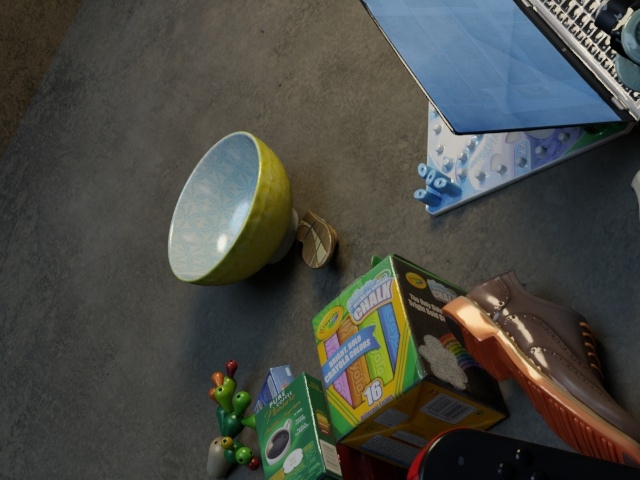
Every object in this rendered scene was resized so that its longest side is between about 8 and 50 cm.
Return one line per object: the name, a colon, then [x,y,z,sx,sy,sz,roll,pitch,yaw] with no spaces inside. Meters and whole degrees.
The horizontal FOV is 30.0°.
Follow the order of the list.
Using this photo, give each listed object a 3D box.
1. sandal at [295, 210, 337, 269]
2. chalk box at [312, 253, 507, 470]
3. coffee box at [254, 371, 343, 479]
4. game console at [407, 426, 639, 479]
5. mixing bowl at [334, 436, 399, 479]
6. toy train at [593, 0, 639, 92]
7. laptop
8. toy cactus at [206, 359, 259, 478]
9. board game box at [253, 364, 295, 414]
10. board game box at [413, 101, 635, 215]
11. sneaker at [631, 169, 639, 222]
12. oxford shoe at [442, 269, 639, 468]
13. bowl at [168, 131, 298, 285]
sandal: [0.000,0.000,2.077,0.072,0.049,0.180,-58,21,10]
chalk box: [0.116,0.153,1.715,0.179,0.180,0.289,-41,40,28]
coffee box: [-0.031,0.282,1.635,0.113,0.040,0.184,-46,35,23]
game console: [0.241,0.409,1.262,0.060,0.342,0.386,129,151,-62]
mixing bowl: [0.051,0.351,1.693,0.098,0.181,0.181,-25,48,22]
toy train: [0.493,-0.222,1.400,0.334,0.142,0.190,37,87,15]
laptop: [0.321,-0.345,1.632,0.408,0.236,0.382,-48,39,19]
toy cactus: [-0.145,0.325,2.030,0.219,0.112,0.180,57,133,48]
board game box: [-0.046,0.313,1.847,0.136,0.035,0.201,113,141,-53]
board game box: [0.302,-0.273,1.855,0.390,0.050,0.389,-24,50,42]
sneaker: [0.454,-0.005,1.467,0.108,0.100,0.271,-53,31,39]
oxford shoe: [0.309,0.155,1.514,0.133,0.130,0.364,-37,49,-10]
bowl: [-0.135,-0.035,2.167,0.289,0.156,0.289,-34,43,39]
